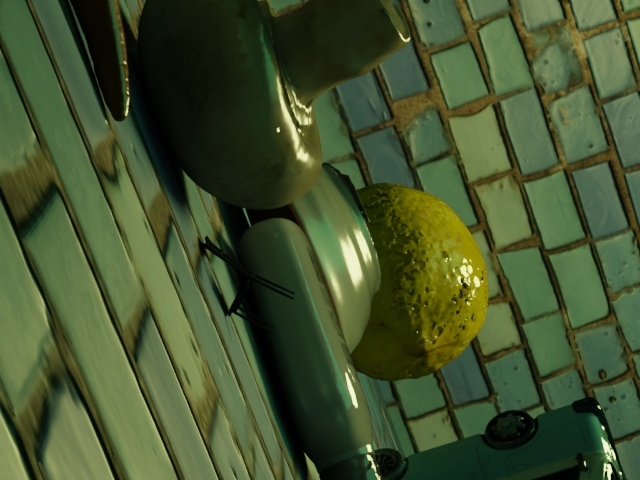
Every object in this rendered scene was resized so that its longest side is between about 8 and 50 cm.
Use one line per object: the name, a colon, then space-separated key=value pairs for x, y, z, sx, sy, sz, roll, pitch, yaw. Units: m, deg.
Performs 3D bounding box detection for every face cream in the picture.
face cream: x=-0.001 y=0.127 z=1.313 sx=0.144 sy=0.071 sz=0.291 roll=74 pitch=-4 yaw=-72

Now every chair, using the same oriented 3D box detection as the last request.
chair: x=-0.065 y=0.037 z=1.147 sx=0.086 sy=0.042 sz=0.037 roll=34 pitch=4 yaw=-3

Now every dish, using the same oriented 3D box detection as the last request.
dish: x=0.000 y=0.000 z=1.517 sx=0.260 sy=0.085 sz=0.260 roll=61 pitch=-12 yaw=24

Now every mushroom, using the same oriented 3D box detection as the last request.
mushroom: x=-0.047 y=-0.140 z=1.157 sx=0.206 sy=0.209 sz=0.206 roll=45 pitch=-10 yaw=10

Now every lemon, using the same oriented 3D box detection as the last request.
lemon: x=0.089 y=0.051 z=1.972 sx=0.310 sy=0.258 sz=0.257 roll=-124 pitch=-168 yaw=-62

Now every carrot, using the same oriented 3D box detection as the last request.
carrot: x=-0.139 y=-0.143 z=0.915 sx=0.035 sy=0.035 sz=0.142 roll=-10 pitch=85 yaw=-88

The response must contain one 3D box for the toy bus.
toy bus: x=0.152 y=0.264 z=1.338 sx=0.164 sy=0.271 sz=0.133 roll=-99 pitch=169 yaw=-59
